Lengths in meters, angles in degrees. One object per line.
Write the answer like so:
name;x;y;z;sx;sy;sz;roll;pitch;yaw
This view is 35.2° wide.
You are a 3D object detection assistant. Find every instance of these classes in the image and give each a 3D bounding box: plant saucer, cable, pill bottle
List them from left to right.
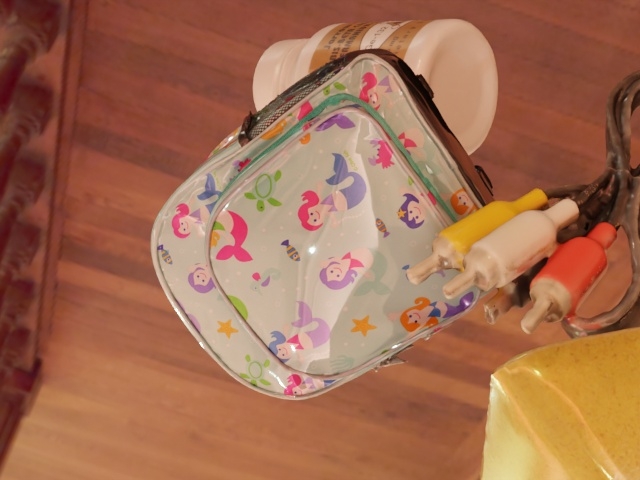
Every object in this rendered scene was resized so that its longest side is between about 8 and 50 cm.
pill bottle;0.047;-0.150;0.997;0.229;0.131;0.131;9;146;43
cable;0.196;-0.034;0.687;0.139;0.287;0.072;26;151;39
plant saucer;0.262;0.173;0.605;0.332;0.081;0.333;-9;135;-6

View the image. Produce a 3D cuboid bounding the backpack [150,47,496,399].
backpack;0.000;0.000;0.791;0.253;0.191;0.225;-31;102;17
